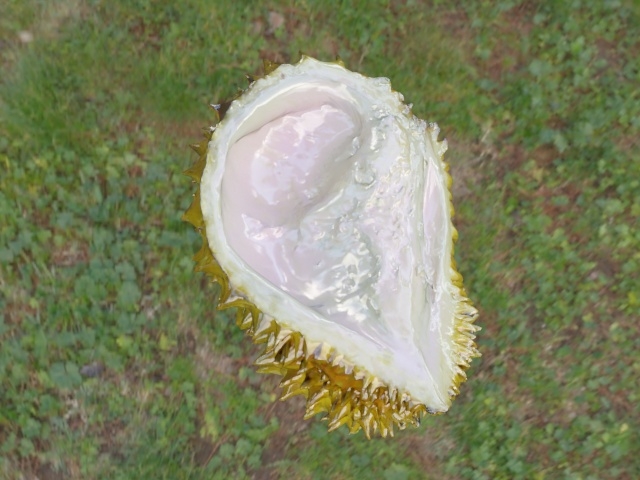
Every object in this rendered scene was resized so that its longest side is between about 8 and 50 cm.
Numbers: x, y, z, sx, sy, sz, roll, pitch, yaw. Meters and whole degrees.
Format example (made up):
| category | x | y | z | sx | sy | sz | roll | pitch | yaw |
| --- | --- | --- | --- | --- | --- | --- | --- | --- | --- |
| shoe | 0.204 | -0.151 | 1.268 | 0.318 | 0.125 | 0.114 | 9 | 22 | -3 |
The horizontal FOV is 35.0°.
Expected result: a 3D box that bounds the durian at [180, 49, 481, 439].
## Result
| category | x | y | z | sx | sy | sz | roll | pitch | yaw |
| --- | --- | --- | --- | --- | --- | --- | --- | --- | --- |
| durian | 0.004 | 0.004 | 0.642 | 0.183 | 0.138 | 0.250 | 0 | 67 | -8 |
